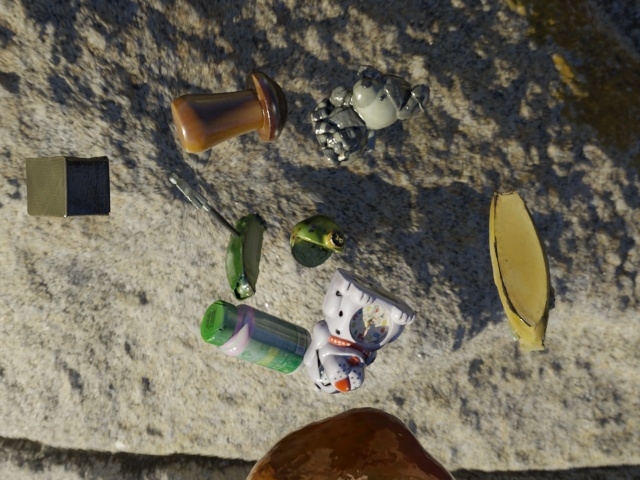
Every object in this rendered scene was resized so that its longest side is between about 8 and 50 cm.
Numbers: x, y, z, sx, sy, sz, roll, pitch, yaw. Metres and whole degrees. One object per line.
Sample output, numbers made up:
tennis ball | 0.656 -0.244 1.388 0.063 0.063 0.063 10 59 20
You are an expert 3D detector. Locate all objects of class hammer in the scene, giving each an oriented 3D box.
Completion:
hammer | -0.247 -0.064 1.285 0.029 0.103 0.246 -45 144 -4

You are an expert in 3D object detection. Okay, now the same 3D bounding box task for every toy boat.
toy boat | 0.180 0.024 0.504 0.047 0.049 0.149 -10 77 14

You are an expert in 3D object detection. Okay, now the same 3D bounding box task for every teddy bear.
teddy bear | 0.086 -0.290 1.187 0.251 0.171 0.144 -42 147 15

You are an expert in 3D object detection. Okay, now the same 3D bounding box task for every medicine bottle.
medicine bottle | -0.160 0.241 1.402 0.274 0.133 0.133 29 90 -34

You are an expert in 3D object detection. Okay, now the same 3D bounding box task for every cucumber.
cucumber | -0.240 0.052 1.685 0.145 0.325 0.105 -36 120 22

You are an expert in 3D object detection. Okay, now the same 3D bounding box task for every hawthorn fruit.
hawthorn fruit | 0.047 0.575 1.080 0.472 0.472 0.471 -1 97 -12

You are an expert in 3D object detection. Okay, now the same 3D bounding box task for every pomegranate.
pomegranate | 0.000 -0.010 1.453 0.143 0.169 0.122 21 53 -23

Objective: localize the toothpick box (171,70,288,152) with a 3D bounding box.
toothpick box | -0.234 -0.334 1.488 0.294 0.192 0.192 -19 100 -16

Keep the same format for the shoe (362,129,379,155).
shoe | 0.159 -0.332 1.953 0.078 0.079 0.195 40 79 14

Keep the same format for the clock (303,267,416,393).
clock | 0.055 0.207 1.151 0.189 0.189 0.254 29 92 -14

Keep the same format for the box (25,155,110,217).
box | -0.764 -0.163 1.689 0.143 0.273 0.184 -4 96 -49
